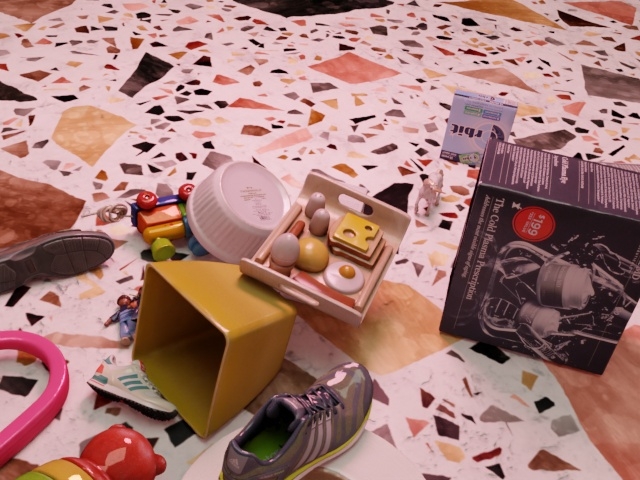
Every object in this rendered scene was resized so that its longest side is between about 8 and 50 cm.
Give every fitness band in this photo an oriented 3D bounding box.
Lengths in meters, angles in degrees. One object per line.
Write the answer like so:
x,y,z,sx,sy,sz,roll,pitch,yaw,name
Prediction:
-0.531,0.253,1.122,0.209,0.054,0.291,23,43,19,fitness band

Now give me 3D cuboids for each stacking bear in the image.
-0.334,0.360,0.947,0.175,0.164,0.289,25,38,22,stacking bear

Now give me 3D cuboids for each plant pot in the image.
-0.164,0.153,1.194,0.212,0.212,0.187,36,35,32,plant pot

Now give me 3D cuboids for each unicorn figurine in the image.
0.252,-0.112,1.645,0.060,0.111,0.162,12,39,5,unicorn figurine

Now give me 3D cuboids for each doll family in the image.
-0.298,0.118,1.311,0.193,0.076,0.111,-12,47,-17,doll family

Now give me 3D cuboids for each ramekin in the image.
-0.155,-0.064,1.457,0.207,0.109,0.207,23,47,-27,ramekin

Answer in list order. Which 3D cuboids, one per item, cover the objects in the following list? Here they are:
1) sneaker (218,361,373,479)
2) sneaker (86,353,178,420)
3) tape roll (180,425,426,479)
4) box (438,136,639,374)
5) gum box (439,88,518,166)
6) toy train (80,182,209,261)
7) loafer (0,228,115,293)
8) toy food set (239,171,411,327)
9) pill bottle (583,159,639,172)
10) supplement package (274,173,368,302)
-0.022,0.260,1.022,0.111,0.121,0.300,30,44,26,sneaker
-0.294,0.232,1.167,0.161,0.057,0.075,17,60,17,sneaker
-0.020,0.413,0.986,0.392,0.072,0.392,4,38,-3,tape roll
0.409,0.030,1.308,0.312,0.343,0.179,14,38,9,box
0.394,-0.275,1.811,0.157,0.184,0.041,14,40,9,gum box
-0.341,-0.017,1.461,0.248,0.105,0.143,-13,56,-23,toy train
-0.535,0.024,1.379,0.267,0.096,0.084,-17,39,-24,loafer
0.019,0.001,1.268,0.220,0.092,0.306,25,41,8,toy food set
0.712,-0.096,1.656,0.283,0.161,0.161,3,39,-5,pill bottle
0.000,0.000,1.446,0.134,0.139,0.244,14,41,5,supplement package
